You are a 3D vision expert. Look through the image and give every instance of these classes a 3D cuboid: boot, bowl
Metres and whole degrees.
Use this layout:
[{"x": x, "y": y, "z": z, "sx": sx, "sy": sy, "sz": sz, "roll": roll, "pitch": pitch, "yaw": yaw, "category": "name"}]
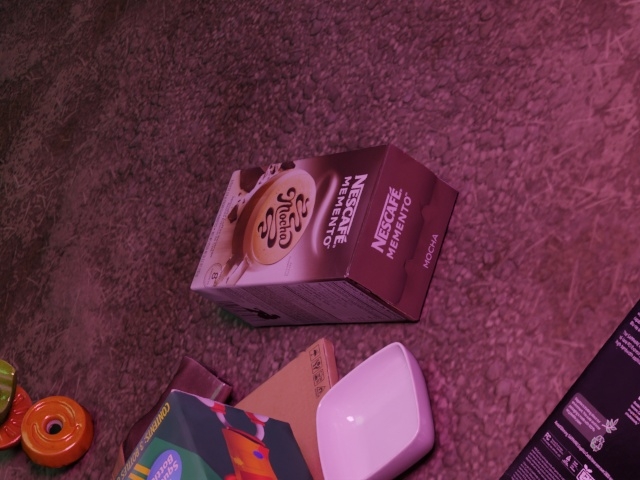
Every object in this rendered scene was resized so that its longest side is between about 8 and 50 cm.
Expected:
[{"x": -0.166, "y": 0.257, "z": 1.837, "sx": 0.207, "sy": 0.090, "sz": 0.248, "roll": -60, "pitch": 30, "yaw": 2, "category": "boot"}, {"x": 0.063, "y": 0.194, "z": 1.625, "sx": 0.142, "sy": 0.053, "sz": 0.142, "roll": -40, "pitch": 39, "yaw": 26, "category": "bowl"}]

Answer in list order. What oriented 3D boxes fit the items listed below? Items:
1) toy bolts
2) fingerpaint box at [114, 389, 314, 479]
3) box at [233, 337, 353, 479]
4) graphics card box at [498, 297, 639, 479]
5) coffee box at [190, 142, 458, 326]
[{"x": -0.424, "y": 0.312, "z": 2.138, "sx": 0.218, "sy": 0.158, "sz": 0.229, "roll": 16, "pitch": 61, "yaw": 15, "category": "toy bolts"}, {"x": -0.154, "y": 0.441, "z": 1.553, "sx": 0.445, "sy": 0.163, "sz": 0.371, "roll": -57, "pitch": 32, "yaw": 20, "category": "fingerpaint box"}, {"x": -0.036, "y": 0.230, "z": 1.754, "sx": 0.164, "sy": 0.021, "sz": 0.201, "roll": -40, "pitch": 38, "yaw": 26, "category": "box"}, {"x": 0.335, "y": 0.133, "z": 1.284, "sx": 0.371, "sy": 0.094, "sz": 0.233, "roll": -53, "pitch": 34, "yaw": 6, "category": "graphics card box"}, {"x": 0.000, "y": 0.000, "z": 1.800, "sx": 0.297, "sy": 0.119, "sz": 0.168, "roll": -7, "pitch": 58, "yaw": 50, "category": "coffee box"}]
